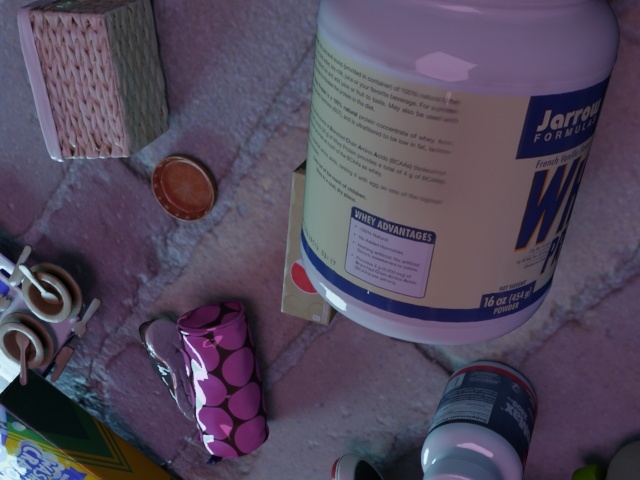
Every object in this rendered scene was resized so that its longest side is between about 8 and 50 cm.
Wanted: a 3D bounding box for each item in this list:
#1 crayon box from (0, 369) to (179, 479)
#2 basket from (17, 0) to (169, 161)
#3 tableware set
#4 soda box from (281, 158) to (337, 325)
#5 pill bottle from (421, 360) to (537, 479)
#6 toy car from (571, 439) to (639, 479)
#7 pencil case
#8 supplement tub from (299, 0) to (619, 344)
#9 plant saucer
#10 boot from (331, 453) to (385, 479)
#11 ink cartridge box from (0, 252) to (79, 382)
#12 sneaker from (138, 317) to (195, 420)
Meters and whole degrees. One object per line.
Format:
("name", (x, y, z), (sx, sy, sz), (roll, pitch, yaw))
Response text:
("crayon box", (-0.371, 0.353, 1.201), (0.323, 0.083, 0.203), (41, 125, -12))
("basket", (-0.236, -0.177, 0.867), (0.103, 0.113, 0.167), (5, 118, 17))
("tableware set", (-0.383, 0.108, 1.074), (0.128, 0.039, 0.194), (37, 123, -1))
("soda box", (0.000, 0.000, 0.891), (0.061, 0.058, 0.181), (16, 122, 15))
("pill bottle", (0.168, 0.222, 0.863), (0.108, 0.180, 0.108), (10, 121, 18))
("toy car", (0.386, 0.317, 0.854), (0.155, 0.149, 0.188), (-33, 112, 35))
("pencil case", (-0.127, 0.176, 1.022), (0.098, 0.095, 0.209), (4, 116, 21))
("supplement tub", (0.107, -0.103, 0.673), (0.235, 0.235, 0.325), (16, 125, 15))
("plant saucer", (-0.161, -0.063, 0.953), (0.083, 0.013, 0.083), (10, 121, 18))
("boot", (0.014, 0.388, 1.080), (0.176, 0.088, 0.244), (-5, 118, 27))
("ink cartridge box", (-0.448, 0.095, 1.143), (0.206, 0.045, 0.208), (41, 125, -3))
("sneaker", (-0.194, 0.168, 1.078), (0.065, 0.061, 0.158), (4, 121, 52))
